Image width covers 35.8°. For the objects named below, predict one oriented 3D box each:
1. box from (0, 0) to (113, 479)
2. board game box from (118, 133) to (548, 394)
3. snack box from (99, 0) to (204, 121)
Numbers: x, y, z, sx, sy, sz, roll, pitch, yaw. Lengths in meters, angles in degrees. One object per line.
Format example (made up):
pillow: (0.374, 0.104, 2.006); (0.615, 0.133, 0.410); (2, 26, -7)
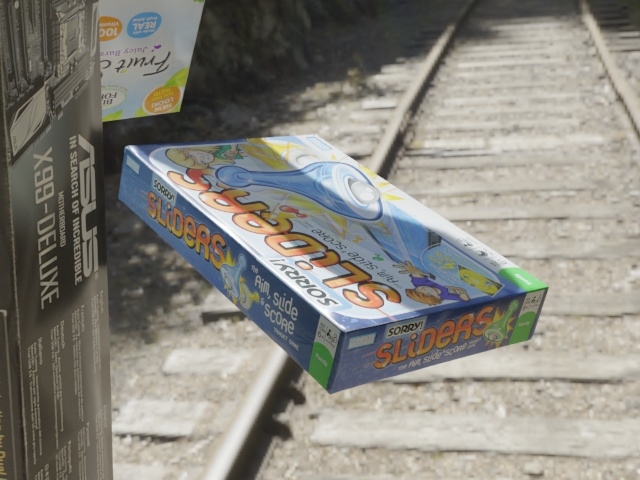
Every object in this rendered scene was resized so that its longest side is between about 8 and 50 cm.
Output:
box: (-0.211, 0.028, 0.404); (0.242, 0.307, 0.076); (6, 19, 13)
board game box: (0.000, 0.000, 0.526); (0.136, 0.035, 0.201); (-9, 33, -38)
snack box: (-0.191, -0.192, 0.838); (0.175, 0.207, 0.070); (-13, 58, -28)
